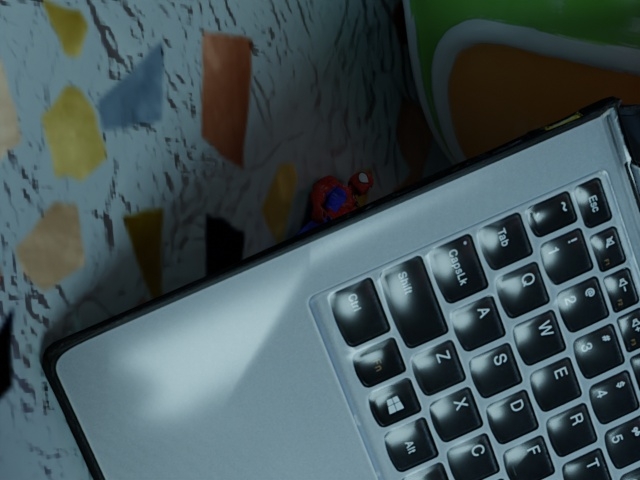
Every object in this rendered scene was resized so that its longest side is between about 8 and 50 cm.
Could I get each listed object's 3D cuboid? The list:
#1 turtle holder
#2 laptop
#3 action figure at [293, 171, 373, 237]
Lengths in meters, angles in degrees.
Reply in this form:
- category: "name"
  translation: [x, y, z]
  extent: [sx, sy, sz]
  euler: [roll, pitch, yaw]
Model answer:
- category: "turtle holder"
  translation: [0.154, -0.140, 1.077]
  extent: [0.320, 0.243, 0.227]
  euler: [-107, -159, -61]
- category: "laptop"
  translation: [0.159, 0.160, 0.781]
  extent: [0.236, 0.408, 0.382]
  euler: [-127, -165, -68]
- category: "action figure"
  translation: [0.000, 0.000, 0.960]
  extent: [0.038, 0.030, 0.115]
  euler: [61, 36, -23]
